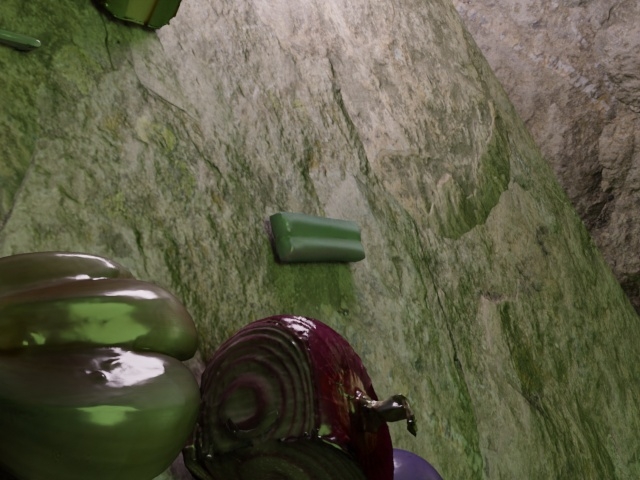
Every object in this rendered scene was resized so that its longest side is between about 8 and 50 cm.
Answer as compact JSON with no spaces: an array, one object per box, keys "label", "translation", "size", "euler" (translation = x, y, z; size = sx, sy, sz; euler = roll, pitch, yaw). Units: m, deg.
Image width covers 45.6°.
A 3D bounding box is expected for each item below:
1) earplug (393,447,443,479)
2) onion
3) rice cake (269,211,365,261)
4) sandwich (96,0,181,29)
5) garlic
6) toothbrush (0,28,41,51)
[{"label":"earplug","translation":[0.101,0.488,0.954],"size":[0.215,0.215,0.455],"euler":[33,41,-39]},{"label":"onion","translation":[-0.020,0.223,0.933],"size":[0.230,0.273,0.256],"euler":[-84,170,-54]},{"label":"rice cake","translation":[0.000,-0.001,1.269],"size":[0.222,0.042,0.080],"euler":[4,64,-54]},{"label":"sandwich","translation":[-0.287,-0.465,1.125],"size":[0.198,0.227,0.155],"euler":[39,24,30]},{"label":"garlic","translation":[-0.233,0.114,0.743],"size":[0.325,0.132,0.279],"euler":[11,42,-39]},{"label":"toothbrush","translation":[-0.431,-0.243,0.850],"size":[0.263,0.022,0.026],"euler":[3,79,-53]}]
